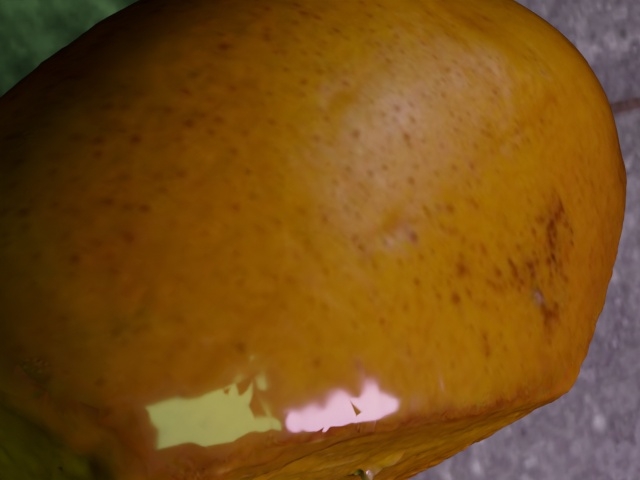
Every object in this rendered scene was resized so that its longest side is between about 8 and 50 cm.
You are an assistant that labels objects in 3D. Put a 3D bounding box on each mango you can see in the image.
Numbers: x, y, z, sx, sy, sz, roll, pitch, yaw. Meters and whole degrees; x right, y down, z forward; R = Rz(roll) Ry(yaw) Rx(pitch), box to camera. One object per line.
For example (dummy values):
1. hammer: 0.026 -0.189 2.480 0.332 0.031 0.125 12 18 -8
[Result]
1. mango: 0.000 0.000 0.477 0.350 0.201 0.199 -37 130 -39
